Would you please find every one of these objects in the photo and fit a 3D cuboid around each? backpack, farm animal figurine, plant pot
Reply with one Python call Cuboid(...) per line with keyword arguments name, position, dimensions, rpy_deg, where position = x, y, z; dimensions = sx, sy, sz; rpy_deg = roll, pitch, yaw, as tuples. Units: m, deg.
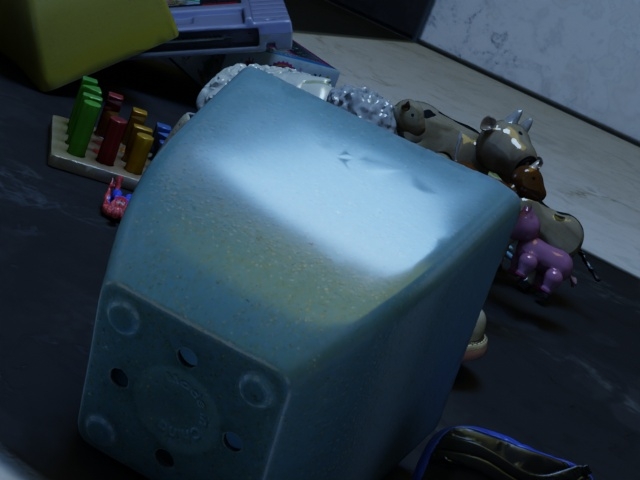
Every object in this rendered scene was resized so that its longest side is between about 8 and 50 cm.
Cuboid(name="backpack", position=(0.125, 0.195, 0.973), dimensions=(0.120, 0.098, 0.101), rpy_deg=(21, -12, -3))
Cuboid(name="farm animal figurine", position=(0.193, -0.083, 1.606), dimensions=(0.327, 0.172, 0.330), rpy_deg=(30, -2, 27))
Cuboid(name="plant pot", position=(-0.039, 0.061, 0.946), dimensions=(0.248, 0.247, 0.252), rpy_deg=(27, 34, 15))
Cuboid(name="plant pot", position=(-0.349, -0.358, 1.773), dimensions=(0.212, 0.187, 0.212), rpy_deg=(-27, 40, -20))

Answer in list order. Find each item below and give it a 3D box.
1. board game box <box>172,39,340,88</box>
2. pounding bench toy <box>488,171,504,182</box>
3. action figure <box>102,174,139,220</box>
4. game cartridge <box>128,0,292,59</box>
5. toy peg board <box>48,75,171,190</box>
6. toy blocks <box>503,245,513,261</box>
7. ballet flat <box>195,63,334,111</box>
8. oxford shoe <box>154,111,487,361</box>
Cuboid(name="board game box", position=(-0.138, -0.319, 2.224), dimensions=(0.224, 0.097, 0.303), rpy_deg=(9, 22, -34))
Cuboid(name="pounding bench toy", position=(0.271, -0.072, 2.016), dimensions=(0.083, 0.065, 0.052), rpy_deg=(8, 21, -39))
Cuboid(name="action figure", position=(-0.215, -0.045, 1.404), dimensions=(0.038, 0.030, 0.115), rpy_deg=(24, 18, -10))
Cuboid(name="game cartridge", position=(-0.226, -0.327, 1.977), dimensions=(0.355, 0.068, 0.230), rpy_deg=(-4, 24, -4))
Cuboid(name="toy peg board", position=(-0.233, -0.125, 1.538), dimensions=(0.160, 0.079, 0.161), rpy_deg=(16, 18, -17))
Cuboid(name="toy blocks", position=(0.184, -0.016, 1.759), dimensions=(0.123, 0.054, 0.148), rpy_deg=(6, 23, -44))
Cuboid(name="ballet flat", position=(0.032, -0.168, 1.841), dimensions=(0.409, 0.147, 0.147), rpy_deg=(19, 17, -11))
Cuboid(name="oxford shoe", position=(0.000, 0.000, 1.318), dimensions=(0.397, 0.146, 0.140), rpy_deg=(24, 14, 3))
